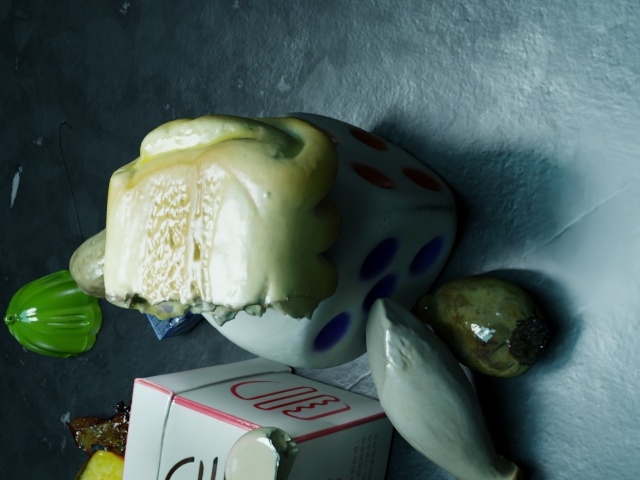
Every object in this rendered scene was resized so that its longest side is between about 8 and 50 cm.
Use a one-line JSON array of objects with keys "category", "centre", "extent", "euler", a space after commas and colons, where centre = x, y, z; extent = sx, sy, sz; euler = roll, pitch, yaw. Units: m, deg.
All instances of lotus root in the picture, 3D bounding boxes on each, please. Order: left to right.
[{"category": "lotus root", "centre": [-0.551, 0.150, 1.960], "extent": [0.186, 0.186, 0.186], "euler": [1, 91, 36]}, {"category": "lotus root", "centre": [0.225, 0.114, 1.417], "extent": [0.214, 0.138, 0.138], "euler": [20, 103, 39]}]

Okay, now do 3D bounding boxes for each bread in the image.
[{"category": "bread", "centre": [-0.111, -0.026, 1.243], "extent": [0.315, 0.211, 0.270], "euler": [-1, 82, 29]}]

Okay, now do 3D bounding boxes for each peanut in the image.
[{"category": "peanut", "centre": [-0.373, 0.033, 1.851], "extent": [0.253, 0.137, 0.122], "euler": [-30, 116, 34]}]

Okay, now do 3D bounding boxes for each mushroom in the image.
[{"category": "mushroom", "centre": [0.164, 0.234, 1.394], "extent": [0.128, 0.128, 0.350], "euler": [-27, 105, 34]}]

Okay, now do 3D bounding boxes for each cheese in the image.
[{"category": "cheese", "centre": [-0.094, 0.324, 1.328], "extent": [0.092, 0.047, 0.171], "euler": [36, 105, 30]}]

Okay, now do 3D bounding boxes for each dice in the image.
[{"category": "dice", "centre": [0.000, 0.000, 1.468], "extent": [0.277, 0.304, 0.304], "euler": [41, 113, 30]}]

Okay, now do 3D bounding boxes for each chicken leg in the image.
[{"category": "chicken leg", "centre": [-0.405, 0.372, 1.921], "extent": [0.234, 0.063, 0.105], "euler": [-22, 73, 35]}]

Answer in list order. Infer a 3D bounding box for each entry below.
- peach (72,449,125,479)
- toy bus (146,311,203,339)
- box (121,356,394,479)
[{"category": "peach", "centre": [-0.322, 0.562, 1.723], "extent": [0.242, 0.306, 0.380], "euler": [-1, 112, 24]}, {"category": "toy bus", "centre": [-0.215, 0.082, 1.759], "extent": [0.236, 0.094, 0.079], "euler": [-42, 74, 31]}, {"category": "box", "centre": [-0.099, 0.379, 1.543], "extent": [0.300, 0.312, 0.314], "euler": [13, 98, 33]}]
